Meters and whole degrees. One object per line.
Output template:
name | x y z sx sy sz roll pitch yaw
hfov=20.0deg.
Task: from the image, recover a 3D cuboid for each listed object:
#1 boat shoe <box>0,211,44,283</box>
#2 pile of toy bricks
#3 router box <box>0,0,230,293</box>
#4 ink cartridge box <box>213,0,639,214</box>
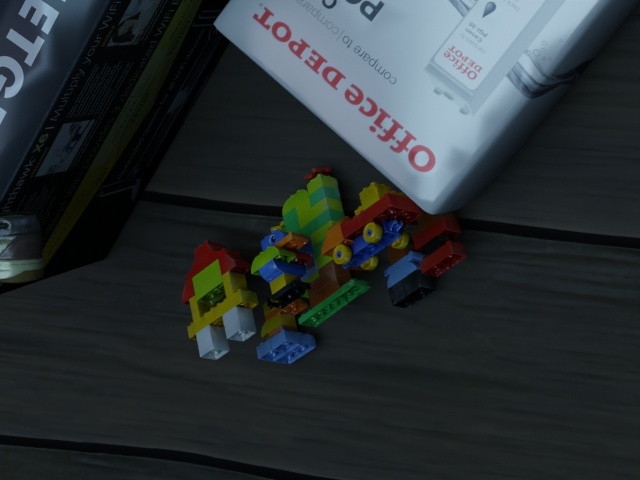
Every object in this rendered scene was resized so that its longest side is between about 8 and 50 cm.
boat shoe | -0.242 -0.008 1.131 0.152 0.056 0.049 9 97 9
pile of toy bricks | 0.000 0.000 1.286 0.212 0.118 0.105 -35 56 37
router box | -0.160 -0.112 1.240 0.081 0.243 0.309 35 108 12
ink cartridge box | 0.099 -0.186 1.199 0.207 0.117 0.283 42 109 10
